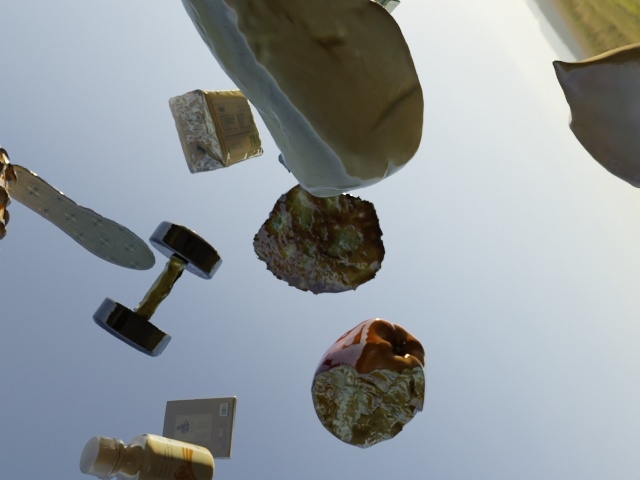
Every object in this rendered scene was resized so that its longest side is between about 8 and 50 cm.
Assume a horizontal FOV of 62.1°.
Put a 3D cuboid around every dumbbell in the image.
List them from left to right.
[{"bbox_3d":[-0.427,0.126,1.417,0.204,0.204,0.322,40,-109,-25],"label":"dumbbell"}]

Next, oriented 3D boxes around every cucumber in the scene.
[{"bbox_3d":[-0.077,-0.199,1.427,0.043,0.039,0.163,23,-165,-27],"label":"cucumber"}]

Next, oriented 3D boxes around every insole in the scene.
[{"bbox_3d":[-0.454,-0.033,1.006,0.322,0.109,0.007,40,-150,-30],"label":"insole"}]

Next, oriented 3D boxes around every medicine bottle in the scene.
[{"bbox_3d":[-0.334,0.437,1.028,0.252,0.114,0.114,33,-140,-38],"label":"medicine bottle"}]

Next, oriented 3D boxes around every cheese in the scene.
[{"bbox_3d":[-0.003,-0.162,0.486,0.159,0.093,0.263,-48,-63,-23],"label":"cheese"}]

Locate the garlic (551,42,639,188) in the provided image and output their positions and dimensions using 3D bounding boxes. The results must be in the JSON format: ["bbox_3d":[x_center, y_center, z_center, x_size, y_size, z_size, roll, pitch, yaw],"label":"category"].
[{"bbox_3d":[0.354,-0.113,0.375,0.196,0.338,0.151,14,-97,-32],"label":"garlic"}]

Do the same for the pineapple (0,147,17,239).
[{"bbox_3d":[-0.633,-0.057,0.752,0.352,0.353,0.300,15,-101,-46],"label":"pineapple"}]

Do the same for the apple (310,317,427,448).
[{"bbox_3d":[0.075,0.191,0.740,0.156,0.158,0.147,32,-166,-6],"label":"apple"}]

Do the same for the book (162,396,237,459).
[{"bbox_3d":[-0.292,0.448,1.268,0.016,0.199,0.138,47,-141,-56],"label":"book"}]

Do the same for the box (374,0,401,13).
[{"bbox_3d":[0.033,-0.496,1.040,0.220,0.141,0.064,51,-145,3],"label":"box"}]

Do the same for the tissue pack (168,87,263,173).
[{"bbox_3d":[-0.197,-0.217,1.035,0.196,0.092,0.148,-47,-56,-69],"label":"tissue pack"}]

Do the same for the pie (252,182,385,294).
[{"bbox_3d":[0.000,0.000,1.421,0.355,0.288,0.103,15,-175,11],"label":"pie"}]

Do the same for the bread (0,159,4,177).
[{"bbox_3d":[-0.348,-0.037,0.497,0.043,0.108,0.062,31,-168,20],"label":"bread"}]
